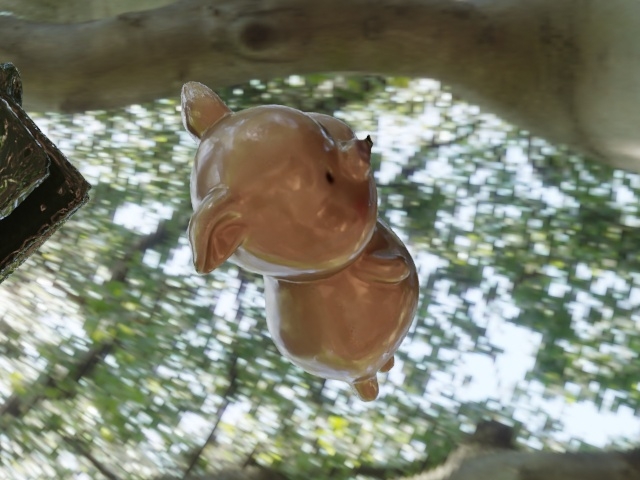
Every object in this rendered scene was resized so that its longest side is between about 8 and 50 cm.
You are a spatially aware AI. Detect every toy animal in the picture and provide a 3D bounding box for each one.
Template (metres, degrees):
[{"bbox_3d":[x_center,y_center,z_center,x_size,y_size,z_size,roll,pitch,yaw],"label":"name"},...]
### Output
[{"bbox_3d":[-0.006,0.003,0.747,0.089,0.083,0.150,-38,-63,-7],"label":"toy animal"}]

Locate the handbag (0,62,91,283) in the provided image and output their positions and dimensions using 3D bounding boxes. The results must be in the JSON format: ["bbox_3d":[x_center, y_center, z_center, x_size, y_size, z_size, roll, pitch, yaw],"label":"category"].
[{"bbox_3d":[-0.255,-0.036,0.824,0.260,0.079,0.247,-43,-114,11],"label":"handbag"}]
